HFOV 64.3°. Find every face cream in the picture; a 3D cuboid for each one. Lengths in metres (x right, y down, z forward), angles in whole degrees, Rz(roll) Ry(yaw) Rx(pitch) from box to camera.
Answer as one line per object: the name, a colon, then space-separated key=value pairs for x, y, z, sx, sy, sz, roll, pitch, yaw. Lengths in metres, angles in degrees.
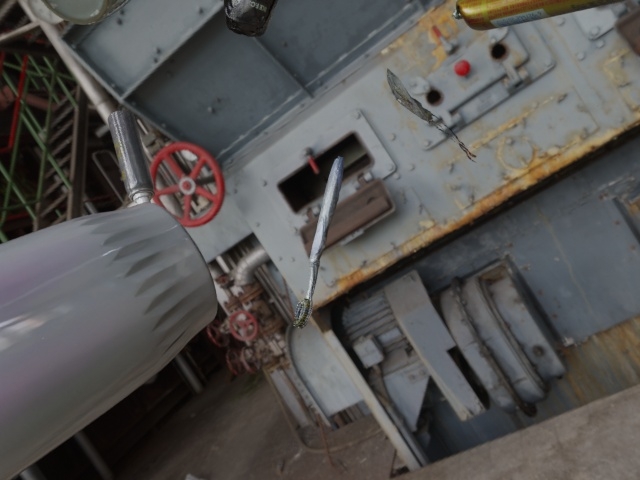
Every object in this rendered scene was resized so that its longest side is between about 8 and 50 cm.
face cream: x=-0.507 y=-0.216 z=1.373 sx=0.073 sy=0.284 sz=0.073 roll=-19 pitch=-16 yaw=-6

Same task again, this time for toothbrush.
toothbrush: x=0.000 y=0.000 z=1.179 sx=0.035 sy=0.414 sz=0.042 roll=10 pitch=-9 yaw=23

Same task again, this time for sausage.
sausage: x=0.338 y=-0.365 z=0.754 sx=0.082 sy=0.082 sz=0.371 roll=-34 pitch=26 yaw=-23

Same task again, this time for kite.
kite: x=0.213 y=-0.239 z=0.993 sx=0.015 sy=0.245 sz=0.141 roll=-47 pitch=-19 yaw=7

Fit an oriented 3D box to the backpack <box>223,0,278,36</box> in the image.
backpack: x=-0.145 y=-0.524 z=1.079 sx=0.119 sy=0.165 sz=0.106 roll=7 pitch=-4 yaw=-3

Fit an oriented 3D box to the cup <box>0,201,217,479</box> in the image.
cup: x=-0.337 y=0.111 z=0.636 sx=0.371 sy=0.253 sz=0.253 roll=-34 pitch=2 yaw=-36

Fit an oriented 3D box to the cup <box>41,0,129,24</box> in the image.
cup: x=-0.461 y=-0.521 z=0.933 sx=0.186 sy=0.257 sz=0.234 roll=115 pitch=163 yaw=-44
